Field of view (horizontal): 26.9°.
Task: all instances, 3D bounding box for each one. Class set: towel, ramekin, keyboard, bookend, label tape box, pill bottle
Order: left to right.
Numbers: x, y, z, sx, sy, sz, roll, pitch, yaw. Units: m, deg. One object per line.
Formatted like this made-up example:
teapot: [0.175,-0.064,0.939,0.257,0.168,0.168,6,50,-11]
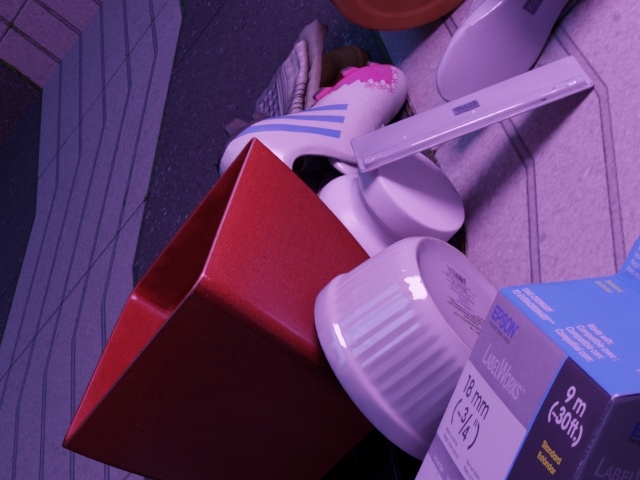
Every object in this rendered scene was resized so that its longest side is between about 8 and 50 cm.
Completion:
towel: [-0.077,-0.104,1.853,0.312,0.056,0.324,128,154,-58]
pill bottle: [0.031,0.022,1.500,0.264,0.153,0.153,-47,29,31]
bookend: [0.055,0.263,1.307,0.157,0.072,0.156,-51,27,26]
ramekin: [0.103,0.092,1.234,0.109,0.207,0.207,-41,31,24]
keyboard: [0.156,-0.133,1.407,0.256,0.014,0.072,-20,28,4]
label tape box: [0.196,0.137,1.037,0.240,0.106,0.333,-127,58,-70]

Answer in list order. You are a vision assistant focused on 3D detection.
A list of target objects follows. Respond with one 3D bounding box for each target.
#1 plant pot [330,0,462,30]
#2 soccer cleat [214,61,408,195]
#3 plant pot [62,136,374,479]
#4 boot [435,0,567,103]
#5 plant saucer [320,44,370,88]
plant pot: [0.085,-0.406,1.708,0.291,0.291,0.203,-44,47,36]
soccer cleat: [0.020,-0.112,1.626,0.331,0.143,0.116,-30,-29,-41]
plant pot: [-0.065,0.109,1.352,0.267,0.236,0.267,-48,15,32]
boot: [0.213,-0.267,1.527,0.258,0.095,0.123,-51,20,6]
plant saucer: [-0.001,-0.195,1.923,0.200,0.037,0.200,-44,31,35]
